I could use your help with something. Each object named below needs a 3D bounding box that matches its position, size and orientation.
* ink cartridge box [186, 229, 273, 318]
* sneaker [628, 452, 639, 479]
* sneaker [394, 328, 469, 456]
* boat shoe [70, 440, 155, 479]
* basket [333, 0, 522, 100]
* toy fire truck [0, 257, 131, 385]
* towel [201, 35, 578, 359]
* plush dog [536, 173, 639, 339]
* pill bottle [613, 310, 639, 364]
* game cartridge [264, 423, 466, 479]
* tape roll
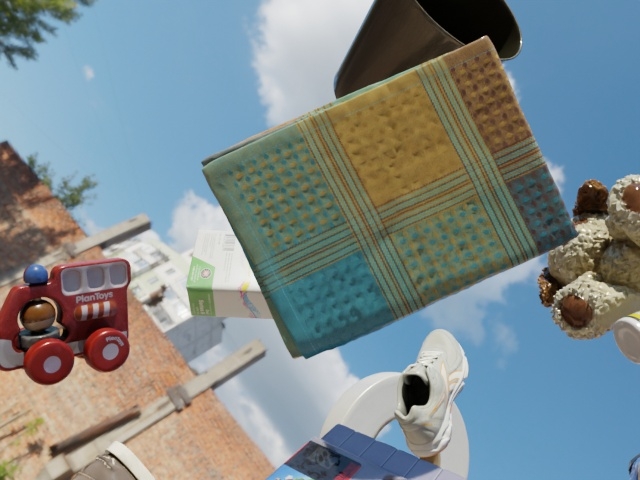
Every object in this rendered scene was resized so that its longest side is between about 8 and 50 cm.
[{"bbox_3d":[-0.135,0.065,1.138,0.154,0.213,0.093,-90,-178,-45],"label":"ink cartridge box"},{"bbox_3d":[0.596,0.461,1.101,0.058,0.085,0.152,16,-83,26],"label":"sneaker"},{"bbox_3d":[0.198,0.247,1.078,0.099,0.262,0.121,-13,-56,29],"label":"sneaker"},{"bbox_3d":[-0.251,0.462,0.910,0.324,0.097,0.116,46,-37,10],"label":"boat shoe"},{"bbox_3d":[0.126,-0.265,0.841,0.204,0.154,0.227,31,-34,-16],"label":"basket"},{"bbox_3d":[-0.578,0.172,1.346,0.169,0.302,0.253,8,-80,49],"label":"toy fire truck"},{"bbox_3d":[0.081,-0.047,0.706,0.040,0.370,0.271,-82,147,-88],"label":"towel"},{"bbox_3d":[0.463,0.030,0.957,0.262,0.211,0.225,-66,-157,9],"label":"plush dog"},{"bbox_3d":[0.456,0.115,0.785,0.065,0.116,0.065,161,-90,-78],"label":"pill bottle"},{"bbox_3d":[0.008,0.372,0.754,0.230,0.355,0.068,17,-64,32],"label":"game cartridge"},{"bbox_3d":[0.168,0.493,1.329,0.072,0.392,0.392,-12,-74,59],"label":"tape roll"}]
